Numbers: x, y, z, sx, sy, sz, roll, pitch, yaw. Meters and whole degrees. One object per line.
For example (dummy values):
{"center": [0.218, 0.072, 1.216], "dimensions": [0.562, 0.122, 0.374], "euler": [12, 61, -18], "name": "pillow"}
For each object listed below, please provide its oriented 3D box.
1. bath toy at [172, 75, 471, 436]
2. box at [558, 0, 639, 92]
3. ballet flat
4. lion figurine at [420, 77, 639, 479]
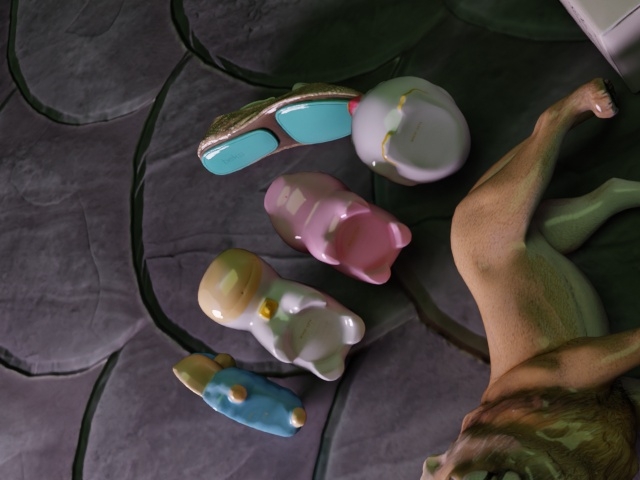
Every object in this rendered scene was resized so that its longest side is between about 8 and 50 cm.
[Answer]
{"center": [0.000, 0.000, 0.928], "dimensions": [0.348, 0.151, 0.129], "euler": [-57, 17, -1], "name": "bath toy"}
{"center": [0.232, -0.270, 0.897], "dimensions": [0.094, 0.113, 0.275], "euler": [-37, 54, 15], "name": "box"}
{"center": [-0.038, -0.130, 1.039], "dimensions": [0.206, 0.073, 0.067], "euler": [-14, 49, 23], "name": "ballet flat"}
{"center": [0.175, 0.058, 0.799], "dimensions": [0.240, 0.142, 0.392], "euler": [-28, 43, 29], "name": "lion figurine"}
